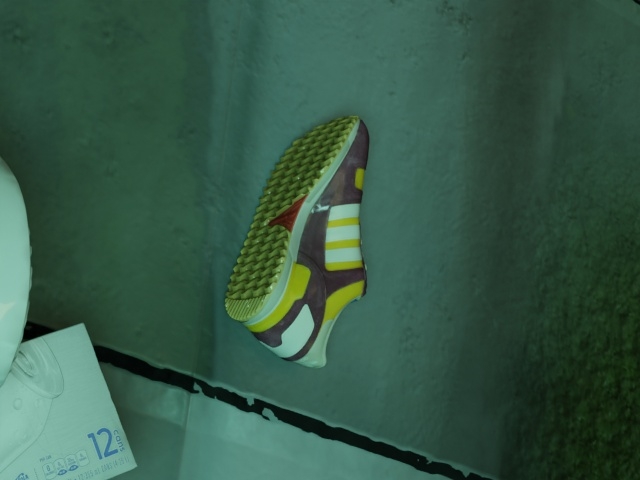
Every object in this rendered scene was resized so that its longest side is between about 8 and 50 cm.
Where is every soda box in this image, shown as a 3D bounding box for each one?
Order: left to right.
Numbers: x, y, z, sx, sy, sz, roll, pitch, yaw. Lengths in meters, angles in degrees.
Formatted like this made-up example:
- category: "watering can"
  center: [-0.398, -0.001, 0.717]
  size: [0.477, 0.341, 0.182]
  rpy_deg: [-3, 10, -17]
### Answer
- category: "soda box"
  center: [-0.244, 0.132, 0.850]
  size: [0.286, 0.098, 0.091]
  rpy_deg: [-18, 85, -41]

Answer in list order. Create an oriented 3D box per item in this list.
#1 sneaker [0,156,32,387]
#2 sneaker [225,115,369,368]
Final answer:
- category: "sneaker"
  center: [-0.255, -0.025, 0.856]
  size: [0.161, 0.102, 0.282]
  rpy_deg: [3, 37, -32]
- category: "sneaker"
  center: [0.000, 0.000, 1.125]
  size: [0.084, 0.070, 0.185]
  rpy_deg: [43, 57, -30]
